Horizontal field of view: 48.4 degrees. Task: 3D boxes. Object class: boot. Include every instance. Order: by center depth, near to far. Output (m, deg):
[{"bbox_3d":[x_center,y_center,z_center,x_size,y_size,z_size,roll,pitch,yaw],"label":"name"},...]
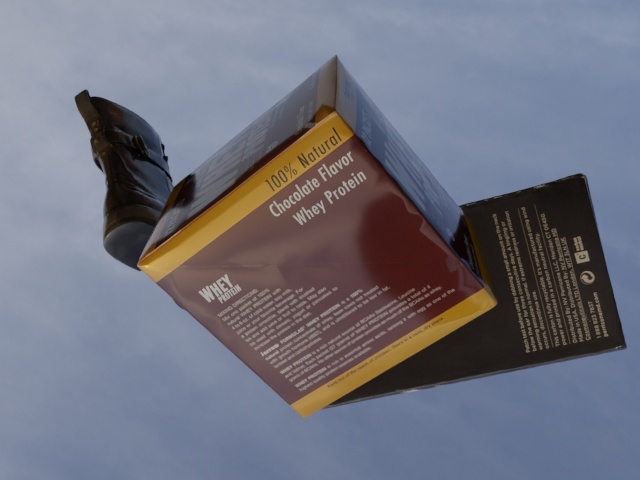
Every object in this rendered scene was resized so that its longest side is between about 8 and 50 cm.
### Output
[{"bbox_3d":[-0.189,-0.049,0.877,0.091,0.263,0.229,-30,-128,10],"label":"boot"}]

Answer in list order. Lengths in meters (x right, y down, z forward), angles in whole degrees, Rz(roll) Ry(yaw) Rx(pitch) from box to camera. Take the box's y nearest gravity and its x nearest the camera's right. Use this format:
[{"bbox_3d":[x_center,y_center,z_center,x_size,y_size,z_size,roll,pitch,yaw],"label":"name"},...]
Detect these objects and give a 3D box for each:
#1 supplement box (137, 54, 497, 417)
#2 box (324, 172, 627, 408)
[{"bbox_3d":[0.000,0.000,0.573,0.191,0.194,0.129,-35,-156,20],"label":"supplement box"},{"bbox_3d":[0.157,0.058,0.866,0.312,0.343,0.179,-13,-94,11],"label":"box"}]
